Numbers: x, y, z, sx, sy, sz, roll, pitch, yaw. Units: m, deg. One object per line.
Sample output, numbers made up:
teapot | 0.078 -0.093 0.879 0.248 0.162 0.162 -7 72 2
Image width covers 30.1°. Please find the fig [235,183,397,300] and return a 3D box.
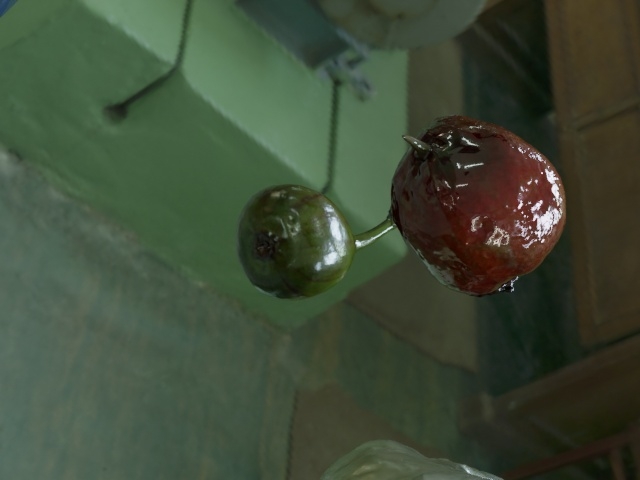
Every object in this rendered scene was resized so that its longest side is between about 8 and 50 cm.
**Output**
fig | 0.000 0.000 1.577 0.259 0.151 0.151 -5 71 -53

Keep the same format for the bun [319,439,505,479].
bun | 0.146 0.344 1.271 0.359 0.211 0.360 25 7 -3

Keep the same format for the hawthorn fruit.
hawthorn fruit | 0.158 -0.054 1.297 0.251 0.189 0.190 46 35 -37

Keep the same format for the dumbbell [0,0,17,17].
dumbbell | -0.393 -0.191 1.135 0.144 0.325 0.160 33 31 -9
